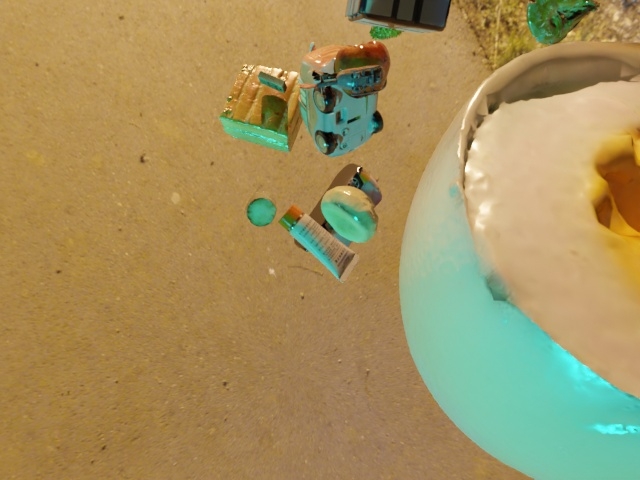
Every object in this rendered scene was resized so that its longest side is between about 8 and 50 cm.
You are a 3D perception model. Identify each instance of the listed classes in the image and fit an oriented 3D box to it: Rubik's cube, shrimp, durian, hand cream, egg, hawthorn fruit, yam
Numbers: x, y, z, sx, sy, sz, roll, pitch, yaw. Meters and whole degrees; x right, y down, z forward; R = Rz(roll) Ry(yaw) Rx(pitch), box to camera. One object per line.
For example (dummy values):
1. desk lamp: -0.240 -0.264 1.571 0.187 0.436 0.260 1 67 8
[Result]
1. Rubik's cube: 0.251 -0.823 1.590 0.293 0.288 0.284 4 111 -7
2. shrimp: 0.699 -0.650 1.440 0.294 0.062 0.154 -19 109 -18
3. durian: 0.283 -0.939 2.048 0.200 0.176 0.237 -6 109 -32
4. hand cream: 0.000 0.000 1.755 0.314 0.089 0.140 42 51 -2
5. egg: 0.238 0.058 0.467 0.354 0.340 0.355 2 57 -4
6. hawthorn fruit: 0.093 -0.365 1.082 0.140 0.125 0.125 44 75 -27
7. yam: -0.212 -0.121 1.832 0.107 0.194 0.107 -1 105 -4

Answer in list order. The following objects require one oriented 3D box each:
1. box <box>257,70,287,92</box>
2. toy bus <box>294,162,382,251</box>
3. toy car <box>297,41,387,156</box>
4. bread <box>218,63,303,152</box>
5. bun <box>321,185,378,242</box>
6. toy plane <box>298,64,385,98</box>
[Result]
1. box: -0.144 -0.477 1.513 0.083 0.053 0.024 27 88 7
2. toy bus: 0.079 -0.097 1.909 0.162 0.171 0.386 35 87 -25
3. toy car: 0.034 -0.364 1.288 0.180 0.271 0.212 -27 52 -19
4. bread: -0.170 -0.431 1.596 0.239 0.111 0.246 17 71 8
5. bun: 0.105 -0.095 1.590 0.222 0.222 0.127 39 69 7
6. toy plane: 0.039 -0.239 0.746 0.145 0.037 0.060 -14 32 -13
